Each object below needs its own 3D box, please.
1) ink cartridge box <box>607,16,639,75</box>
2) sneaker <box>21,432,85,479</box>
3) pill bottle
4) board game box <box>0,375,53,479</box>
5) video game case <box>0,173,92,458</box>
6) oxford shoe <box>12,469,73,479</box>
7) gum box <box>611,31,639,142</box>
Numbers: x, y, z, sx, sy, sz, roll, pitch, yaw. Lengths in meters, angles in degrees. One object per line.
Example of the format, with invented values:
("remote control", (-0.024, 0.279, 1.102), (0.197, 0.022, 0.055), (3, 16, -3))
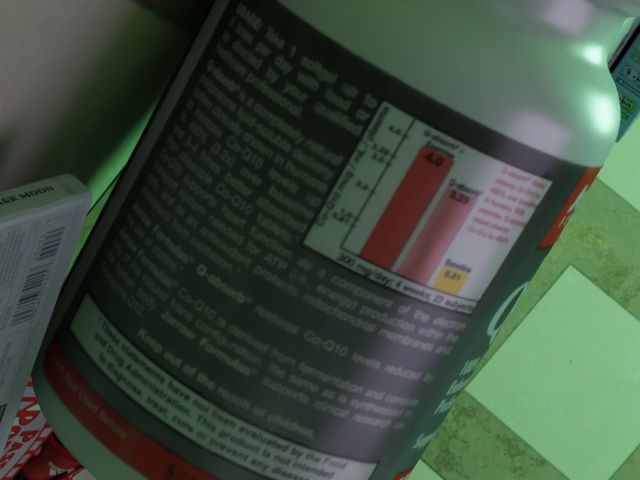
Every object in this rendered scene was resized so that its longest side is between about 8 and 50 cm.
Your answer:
("ink cartridge box", (0.232, -0.228, 1.236), (0.272, 0.130, 0.309), (-49, 171, -18))
("sneaker", (-0.139, 0.135, 0.938), (0.128, 0.087, 0.221), (-46, -166, 8))
("pill bottle", (0.020, -0.037, 0.726), (0.363, 0.210, 0.210), (-60, 168, 16))
("board game box", (-0.208, 0.111, 0.805), (0.147, 0.045, 0.193), (-50, 171, 1))
("video game case", (-0.192, 0.066, 0.625), (0.173, 0.022, 0.190), (-21, 145, -49))
("oxford shoe", (-0.260, 0.245, 0.986), (0.227, 0.083, 0.096), (-41, 171, -37))
("gum box", (0.307, -0.189, 1.214), (0.157, 0.041, 0.184), (-48, 169, -31))
